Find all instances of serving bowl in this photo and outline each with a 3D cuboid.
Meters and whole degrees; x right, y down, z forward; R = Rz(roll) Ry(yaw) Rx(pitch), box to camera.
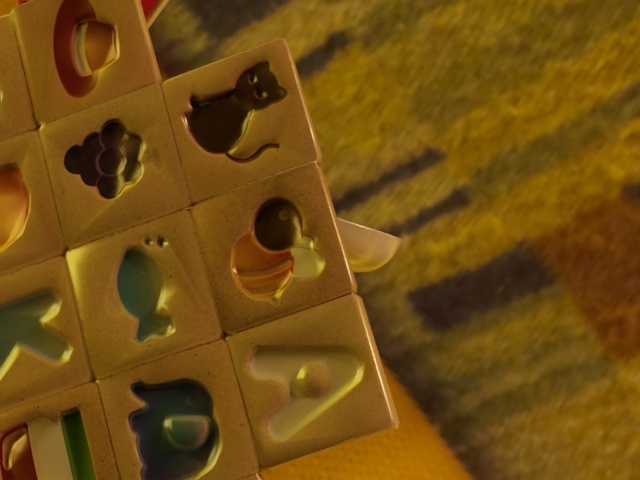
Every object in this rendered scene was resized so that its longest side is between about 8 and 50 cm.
[{"bbox_3d":[0.000,0.000,0.907,0.083,0.083,0.027,17,89,20],"label":"serving bowl"}]

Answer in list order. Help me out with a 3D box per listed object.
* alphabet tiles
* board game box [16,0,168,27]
[{"bbox_3d":[-0.150,0.050,0.704,0.342,0.011,0.285,-19,73,10],"label":"alphabet tiles"},{"bbox_3d":[-0.180,-0.360,1.018,0.390,0.050,0.390,42,119,2],"label":"board game box"}]
